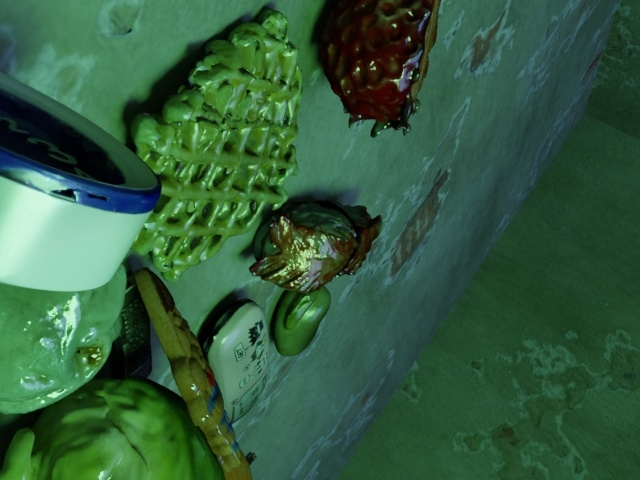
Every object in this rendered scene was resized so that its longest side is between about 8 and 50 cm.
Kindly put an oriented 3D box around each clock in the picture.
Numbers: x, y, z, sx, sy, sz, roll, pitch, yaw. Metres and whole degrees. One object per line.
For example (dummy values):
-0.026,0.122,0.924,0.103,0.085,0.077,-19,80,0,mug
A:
-0.219,-0.055,0.507,0.083,0.230,0.230,-61,160,10,clock

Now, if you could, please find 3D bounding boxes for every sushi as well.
0.000,0.000,1.301,0.332,0.130,0.124,-22,135,-68,sushi

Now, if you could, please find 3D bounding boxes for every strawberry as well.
0.081,-0.283,1.039,0.280,0.150,0.253,95,12,-48,strawberry

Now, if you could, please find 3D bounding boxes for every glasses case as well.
-0.140,0.208,1.326,0.122,0.075,0.314,-43,156,-30,glasses case

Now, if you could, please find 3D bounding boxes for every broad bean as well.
-0.035,0.147,1.478,0.124,0.082,0.174,-40,152,-46,broad bean

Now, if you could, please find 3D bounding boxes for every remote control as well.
-0.243,0.122,1.024,0.059,0.028,0.212,-39,153,-36,remote control

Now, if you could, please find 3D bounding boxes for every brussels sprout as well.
-0.249,0.356,0.934,0.371,0.276,0.314,-77,178,-49,brussels sprout

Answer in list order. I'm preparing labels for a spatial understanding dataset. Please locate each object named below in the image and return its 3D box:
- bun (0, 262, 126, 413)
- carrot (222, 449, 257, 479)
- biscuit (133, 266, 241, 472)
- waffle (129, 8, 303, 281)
-0.261,0.077,0.779,0.195,0.118,0.195,-46,154,-31,bun
-0.208,0.395,1.249,0.193,0.214,0.331,-61,164,14,carrot
-0.155,0.156,0.967,0.043,0.280,0.183,-21,-168,-9,biscuit
-0.110,-0.102,0.940,0.317,0.073,0.297,-45,156,-32,waffle
